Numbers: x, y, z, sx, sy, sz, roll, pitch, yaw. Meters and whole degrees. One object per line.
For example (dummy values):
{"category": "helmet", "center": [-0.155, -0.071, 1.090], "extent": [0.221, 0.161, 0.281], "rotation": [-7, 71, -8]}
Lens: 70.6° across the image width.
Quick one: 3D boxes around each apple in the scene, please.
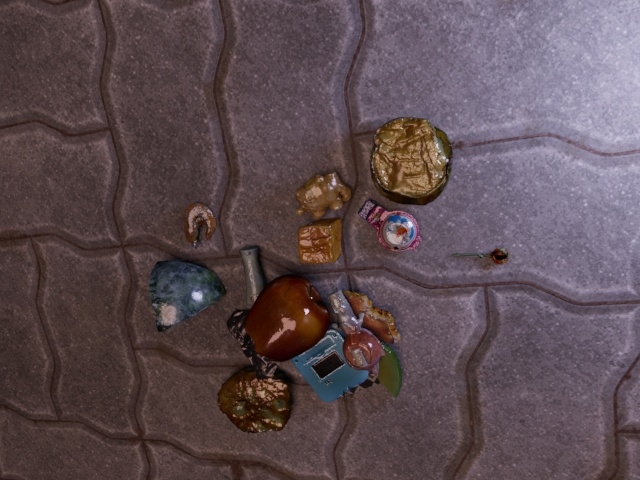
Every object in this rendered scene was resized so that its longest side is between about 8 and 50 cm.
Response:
{"category": "apple", "center": [-0.119, 0.287, 1.679], "extent": [0.317, 0.288, 0.288], "rotation": [-45, 90, 5]}

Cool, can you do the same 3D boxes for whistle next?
{"category": "whistle", "center": [0.124, 0.342, 1.646], "extent": [0.142, 0.133, 0.346], "rotation": [-23, 96, 42]}

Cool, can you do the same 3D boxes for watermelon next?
{"category": "watermelon", "center": [-0.587, 0.211, 1.850], "extent": [0.289, 0.214, 0.320], "rotation": [45, 67, 5]}

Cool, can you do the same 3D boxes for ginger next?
{"category": "ginger", "center": [-0.006, -0.159, 1.630], "extent": [0.216, 0.102, 0.157], "rotation": [-33, 121, 16]}

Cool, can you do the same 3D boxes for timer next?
{"category": "timer", "center": [0.041, 0.480, 1.775], "extent": [0.232, 0.091, 0.250], "rotation": [-36, 89, 14]}

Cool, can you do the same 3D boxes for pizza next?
{"category": "pizza", "center": [0.182, 0.279, 1.704], "extent": [0.305, 0.085, 0.161], "rotation": [39, 133, 5]}

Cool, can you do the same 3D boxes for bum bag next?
{"category": "bum bag", "center": [-0.269, 0.416, 1.854], "extent": [0.137, 0.074, 0.310], "rotation": [-34, 80, 4]}

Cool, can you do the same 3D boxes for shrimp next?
{"category": "shrimp", "center": [-0.490, -0.057, 1.818], "extent": [0.132, 0.051, 0.187], "rotation": [10, 104, 13]}

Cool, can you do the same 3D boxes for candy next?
{"category": "candy", "center": [0.554, 0.052, 1.566], "extent": [0.184, 0.049, 0.055], "rotation": [1, 74, 24]}

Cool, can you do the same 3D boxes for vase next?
{"category": "vase", "center": [-0.265, 0.136, 1.789], "extent": [0.096, 0.096, 0.219], "rotation": [-7, 100, 17]}

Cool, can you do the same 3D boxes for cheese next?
{"category": "cheese", "center": [0.247, -0.052, 1.608], "extent": [0.244, 0.062, 0.155], "rotation": [37, 113, 4]}

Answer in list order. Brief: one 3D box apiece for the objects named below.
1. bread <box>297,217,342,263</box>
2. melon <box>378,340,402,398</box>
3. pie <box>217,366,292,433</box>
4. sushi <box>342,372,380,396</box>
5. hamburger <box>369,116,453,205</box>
{"category": "bread", "center": [0.000, 0.000, 1.643], "extent": [0.149, 0.158, 0.143], "rotation": [-3, 103, 12]}
{"category": "melon", "center": [0.261, 0.484, 1.733], "extent": [0.114, 0.053, 0.262], "rotation": [16, 128, 41]}
{"category": "pie", "center": [-0.271, 0.677, 1.929], "extent": [0.354, 0.103, 0.288], "rotation": [-13, 100, 16]}
{"category": "sushi", "center": [0.088, 0.525, 1.817], "extent": [0.219, 0.047, 0.231], "rotation": [-28, 96, 20]}
{"category": "hamburger", "center": [0.301, -0.259, 1.501], "extent": [0.265, 0.134, 0.285], "rotation": [9, 102, 20]}
